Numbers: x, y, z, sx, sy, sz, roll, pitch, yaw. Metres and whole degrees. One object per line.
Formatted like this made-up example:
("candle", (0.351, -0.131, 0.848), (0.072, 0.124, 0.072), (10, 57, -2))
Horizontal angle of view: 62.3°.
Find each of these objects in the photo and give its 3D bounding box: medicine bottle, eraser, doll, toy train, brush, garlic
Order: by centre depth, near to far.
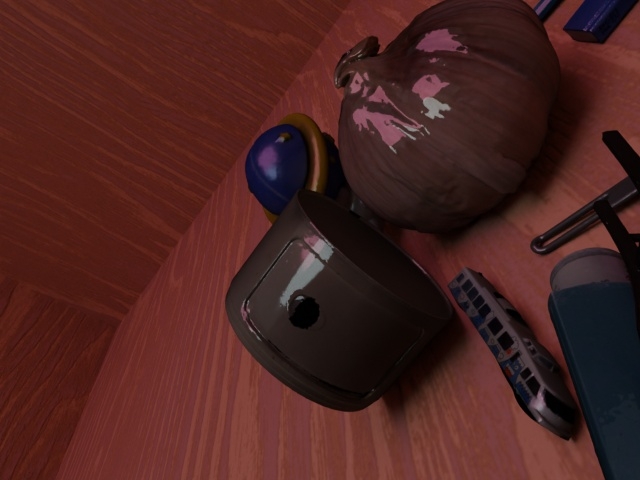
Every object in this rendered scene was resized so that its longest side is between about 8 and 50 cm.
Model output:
("medicine bottle", (0.199, 0.117, 0.352), (0.124, 0.079, 0.258), (-32, 30, 32))
("brush", (0.299, -0.059, 0.468), (0.266, 0.027, 0.062), (-44, 24, 42))
("toy train", (0.175, 0.095, 0.491), (0.047, 0.043, 0.207), (-52, 22, 18))
("eraser", (0.352, -0.289, 0.655), (0.084, 0.027, 0.063), (-53, 20, 14))
("garlic", (0.158, -0.171, 0.683), (0.322, 0.241, 0.321), (-23, 45, 26))
("doll", (0.008, -0.055, 0.803), (0.160, 0.243, 0.310), (-42, 53, 25))

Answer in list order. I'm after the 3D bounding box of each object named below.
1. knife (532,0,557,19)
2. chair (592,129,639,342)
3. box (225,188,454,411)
("knife", (0.362, -0.381, 0.772), (0.296, 0.026, 0.044), (-51, 19, 26))
("chair", (0.246, 0.011, 0.326), (0.102, 0.084, 0.212), (-5, 40, 16))
("box", (0.021, 0.066, 0.622), (0.149, 0.226, 0.226), (-53, 21, 15))
